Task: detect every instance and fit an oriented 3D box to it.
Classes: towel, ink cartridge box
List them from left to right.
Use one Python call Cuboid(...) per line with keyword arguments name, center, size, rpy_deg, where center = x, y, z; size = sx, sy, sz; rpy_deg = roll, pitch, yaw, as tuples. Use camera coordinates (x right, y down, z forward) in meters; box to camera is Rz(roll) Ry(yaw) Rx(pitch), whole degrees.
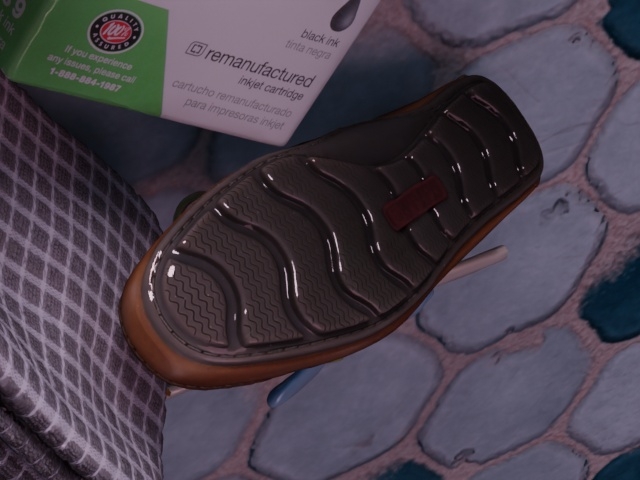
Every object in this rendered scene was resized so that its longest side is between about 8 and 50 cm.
Cuboid(name="towel", center=(-0.182, 0.037, 1.080), size=(0.121, 0.235, 0.283), rpy_deg=(-14, 143, 19))
Cuboid(name="ink cartridge box", center=(-0.045, -0.213, 1.026), size=(0.211, 0.121, 0.289), rpy_deg=(11, 122, -44))

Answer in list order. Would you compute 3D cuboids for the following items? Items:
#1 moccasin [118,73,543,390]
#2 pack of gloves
Cuboid(name="moccasin", center=(-0.002, -0.003, 1.197), size=(0.147, 0.139, 0.380), rpy_deg=(-34, -176, 38))
Cuboid(name="pack of gloves", center=(0.006, 0.079, 1.347), size=(0.232, 0.046, 0.195), rpy_deg=(-21, 174, -19))
